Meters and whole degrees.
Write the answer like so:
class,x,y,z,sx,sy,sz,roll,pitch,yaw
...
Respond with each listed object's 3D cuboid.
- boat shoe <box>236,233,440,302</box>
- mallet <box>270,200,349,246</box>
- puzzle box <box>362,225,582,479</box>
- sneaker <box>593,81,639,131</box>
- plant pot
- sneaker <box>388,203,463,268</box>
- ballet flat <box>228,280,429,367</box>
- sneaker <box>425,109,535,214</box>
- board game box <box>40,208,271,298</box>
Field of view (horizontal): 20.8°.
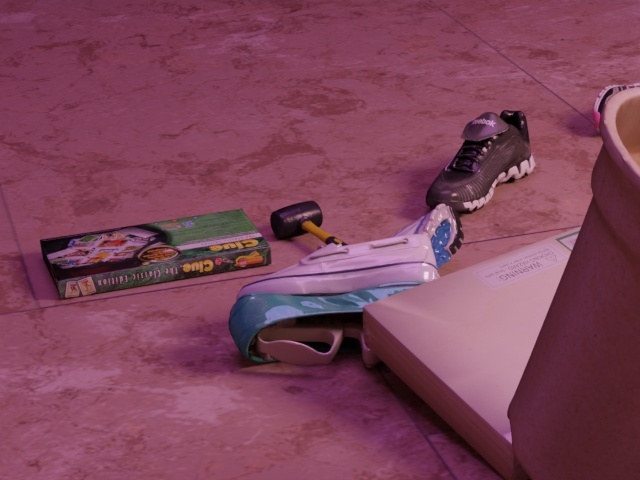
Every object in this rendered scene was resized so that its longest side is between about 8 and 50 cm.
class,x,y,z,sx,sy,sz,roll,pitch,yaw
boat shoe,0.019,0.041,1.927,0.226,0.083,0.076,-6,58,5
mallet,0.000,0.000,2.122,0.062,0.039,0.189,-13,26,-21
puzzle box,0.285,0.089,1.783,0.409,0.052,0.272,-19,36,-24
sneaker,0.456,-0.192,2.491,0.075,0.063,0.170,11,21,43
plant pot,0.321,0.088,1.474,0.334,0.305,0.334,20,28,-11
sneaker,0.095,0.028,2.033,0.083,0.071,0.190,-20,13,38
ballet flat,0.026,0.099,1.860,0.247,0.083,0.087,-3,47,0
sneaker,0.205,-0.110,2.272,0.078,0.106,0.234,12,27,33
board game box,-0.202,0.014,2.124,0.259,0.030,0.136,-9,22,-15
